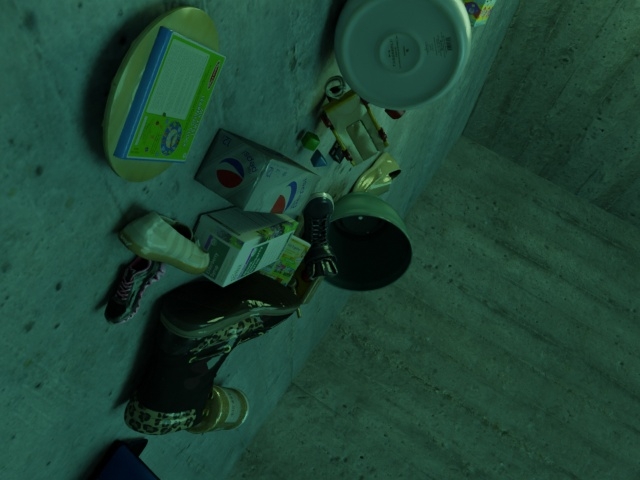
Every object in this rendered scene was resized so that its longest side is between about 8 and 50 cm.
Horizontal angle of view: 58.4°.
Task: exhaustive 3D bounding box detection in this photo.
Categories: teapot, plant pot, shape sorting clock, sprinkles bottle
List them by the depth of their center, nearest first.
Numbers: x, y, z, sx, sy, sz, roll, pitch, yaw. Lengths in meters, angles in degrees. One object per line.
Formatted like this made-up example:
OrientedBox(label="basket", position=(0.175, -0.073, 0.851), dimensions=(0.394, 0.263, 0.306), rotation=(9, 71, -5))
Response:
OrientedBox(label="shape sorting clock", position=(-0.175, -0.161, 0.645), dimensions=(0.206, 0.040, 0.206), rotation=(-57, 166, -22))
OrientedBox(label="teapot", position=(0.147, -0.375, 1.023), dimensions=(0.256, 0.253, 0.187), rotation=(-51, -165, 40))
OrientedBox(label="sprinkles bottle", position=(-0.277, 0.445, 1.519), dimensions=(0.121, 0.121, 0.355), rotation=(-56, 167, -12))
OrientedBox(label="plant pot", position=(0.117, -0.020, 1.671), dimensions=(0.196, 0.293, 0.293), rotation=(-84, -168, -49))

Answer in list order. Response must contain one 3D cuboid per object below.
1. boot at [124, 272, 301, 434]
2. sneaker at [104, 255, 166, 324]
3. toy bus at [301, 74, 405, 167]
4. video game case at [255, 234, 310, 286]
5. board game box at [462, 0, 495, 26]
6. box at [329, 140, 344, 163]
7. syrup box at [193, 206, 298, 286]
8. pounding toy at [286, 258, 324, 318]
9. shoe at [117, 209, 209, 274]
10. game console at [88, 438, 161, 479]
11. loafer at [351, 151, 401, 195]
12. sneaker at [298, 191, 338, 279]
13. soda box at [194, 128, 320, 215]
OrientedBox(label="boot", position=(-0.211, 0.218, 1.151), dimensions=(0.377, 0.138, 0.284), rotation=(-10, 130, -63))
OrientedBox(label="sneaker", position=(-0.271, 0.062, 0.815), dimensions=(0.119, 0.047, 0.057), rotation=(-61, 163, -25))
OrientedBox(label="toy bus", position=(0.057, -0.255, 1.182), dimensions=(0.191, 0.104, 0.202), rotation=(4, 129, -24))
OrientedBox(label="video game case", position=(-0.127, 0.069, 1.308), dimensions=(0.206, 0.026, 0.227), rotation=(-59, 153, 1))
OrientedBox(label="board game box", position=(0.386, -0.677, 1.373), dimensions=(0.144, 0.142, 0.275), rotation=(-40, 158, -55))
OrientedBox(label="box", position=(0.052, -0.231, 1.423), dimensions=(0.067, 0.018, 0.083), rotation=(-58, 168, 1))
OrientedBox(label="syrup box", position=(-0.139, -0.001, 1.045), dimensions=(0.093, 0.096, 0.237), rotation=(-62, 168, 18))
OrientedBox(label="pounding toy", position=(-0.062, 0.117, 1.552), dimensions=(0.141, 0.130, 0.100), rotation=(-59, 168, 2))
OrientedBox(label="shoe", position=(-0.207, 0.003, 0.830), dimensions=(0.058, 0.077, 0.219), rotation=(-54, 166, 0))
OrientedBox(label="game console", position=(-0.424, 0.573, 1.160), dimensions=(0.293, 0.250, 0.173), rotation=(-56, 141, -13))
OrientedBox(label="loafer", position=(0.180, -0.185, 1.866), dimensions=(0.268, 0.092, 0.102), rotation=(-52, 166, -28))
OrientedBox(label="sneaker", position=(0.002, 0.000, 1.436), dimensions=(0.226, 0.086, 0.163), rotation=(100, -20, -52))
OrientedBox(label="soda box", position=(-0.093, -0.105, 0.972), dimensions=(0.091, 0.098, 0.286), rotation=(-60, 168, 8))
